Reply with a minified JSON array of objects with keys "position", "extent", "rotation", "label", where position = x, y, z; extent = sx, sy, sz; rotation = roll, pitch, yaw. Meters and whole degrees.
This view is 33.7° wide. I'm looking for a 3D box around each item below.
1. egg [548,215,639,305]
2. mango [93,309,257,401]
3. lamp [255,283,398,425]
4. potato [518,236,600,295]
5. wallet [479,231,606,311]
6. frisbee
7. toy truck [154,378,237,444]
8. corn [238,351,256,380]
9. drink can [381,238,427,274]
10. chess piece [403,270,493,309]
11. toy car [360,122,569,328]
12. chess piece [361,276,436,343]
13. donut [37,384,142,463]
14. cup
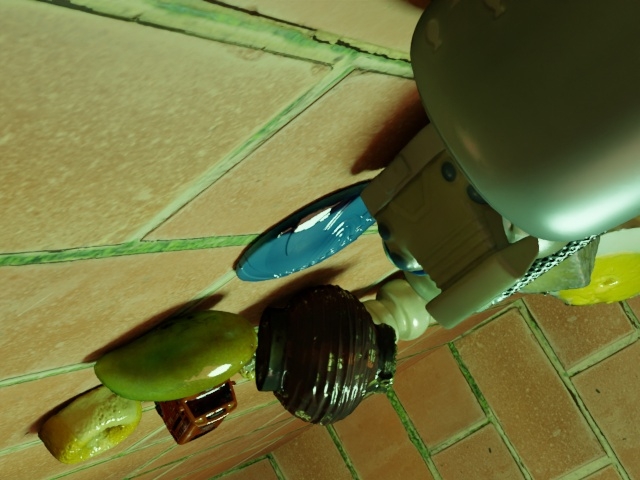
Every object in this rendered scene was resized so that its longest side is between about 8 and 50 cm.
[{"position":[0.662,-0.001,2.487],"extent":[0.337,0.201,0.337],"rotation":[-10,145,-7],"label":"egg"},{"position":[-0.197,0.162,1.470],"extent":[0.233,0.111,0.125],"rotation":[-11,147,-20],"label":"mango"},{"position":[0.010,0.187,1.740],"extent":[0.247,0.247,0.247],"rotation":[-28,167,-7],"label":"lamp"},{"position":[0.458,-0.036,2.173],"extent":[0.189,0.211,0.264],"rotation":[3,145,27],"label":"potato"},{"position":[0.389,-0.037,1.835],"extent":[0.342,0.075,0.237],"rotation":[-36,-156,23],"label":"wallet"},{"position":[0.000,0.000,1.414],"extent":[0.242,0.045,0.242],"rotation":[-29,167,-7],"label":"frisbee"},{"position":[-0.214,0.274,1.840],"extent":[0.107,0.114,0.252],"rotation":[-22,167,-23],"label":"toy truck"},{"position":[-0.098,0.220,1.967],"extent":[0.080,0.080,0.238],"rotation":[-32,170,11],"label":"corn"},{"position":[0.189,-0.014,1.500],"extent":[0.118,0.118,0.205],"rotation":[-17,-174,-43],"label":"drink can"},{"position":[0.265,-0.034,1.626],"extent":[0.182,0.182,0.330],"rotation":[-22,159,-29],"label":"chess piece"},{"position":[0.246,-0.068,1.271],"extent":[0.336,0.226,0.242],"rotation":[-20,165,-33],"label":"toy car"},{"position":[0.144,0.151,2.080],"extent":[0.300,0.167,0.167],"rotation":[-28,168,-26],"label":"chess piece"},{"position":[-0.360,0.294,1.687],"extent":[0.174,0.074,0.190],"rotation":[-19,163,-37],"label":"donut"},{"position":[0.242,-0.177,0.896],"extent":[0.274,0.259,0.356],"rotation":[-34,-162,24],"label":"cup"}]
